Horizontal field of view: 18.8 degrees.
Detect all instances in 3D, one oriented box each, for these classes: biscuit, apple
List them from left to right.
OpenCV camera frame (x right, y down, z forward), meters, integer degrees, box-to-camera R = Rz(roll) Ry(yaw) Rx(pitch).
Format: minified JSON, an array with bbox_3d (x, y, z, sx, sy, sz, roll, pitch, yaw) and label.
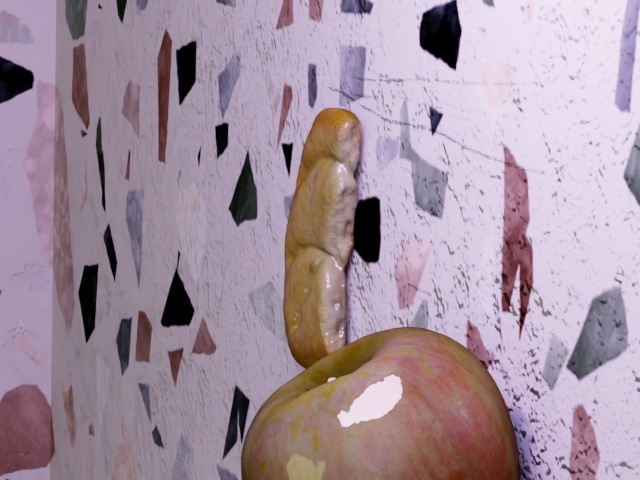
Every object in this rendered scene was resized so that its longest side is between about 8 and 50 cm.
[{"bbox_3d":[-0.001,-0.002,2.114,0.154,0.045,0.299,-149,61,-66],"label":"biscuit"},{"bbox_3d":[0.062,0.212,1.723,0.234,0.257,0.257,57,157,-5],"label":"apple"}]
